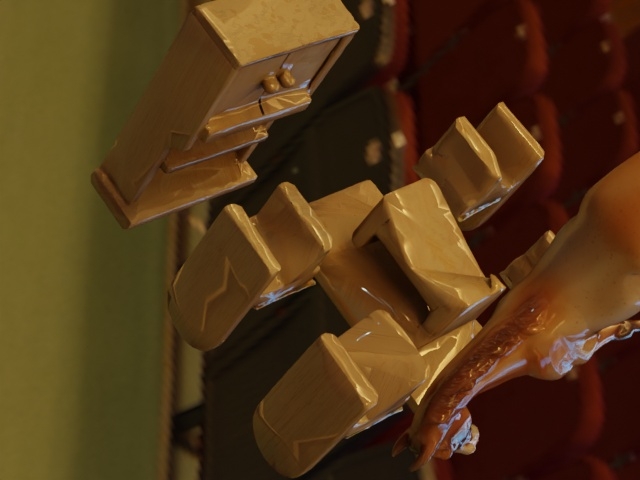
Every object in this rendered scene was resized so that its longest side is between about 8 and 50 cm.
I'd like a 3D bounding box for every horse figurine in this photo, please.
[{"bbox_3d":[0.161,0.016,0.795,0.174,0.263,0.066,4,48,-52],"label":"horse figurine"}]

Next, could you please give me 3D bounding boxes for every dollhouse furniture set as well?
[{"bbox_3d":[0.000,0.000,1.407,0.362,0.256,0.394,-23,71,-41],"label":"dollhouse furniture set"}]
